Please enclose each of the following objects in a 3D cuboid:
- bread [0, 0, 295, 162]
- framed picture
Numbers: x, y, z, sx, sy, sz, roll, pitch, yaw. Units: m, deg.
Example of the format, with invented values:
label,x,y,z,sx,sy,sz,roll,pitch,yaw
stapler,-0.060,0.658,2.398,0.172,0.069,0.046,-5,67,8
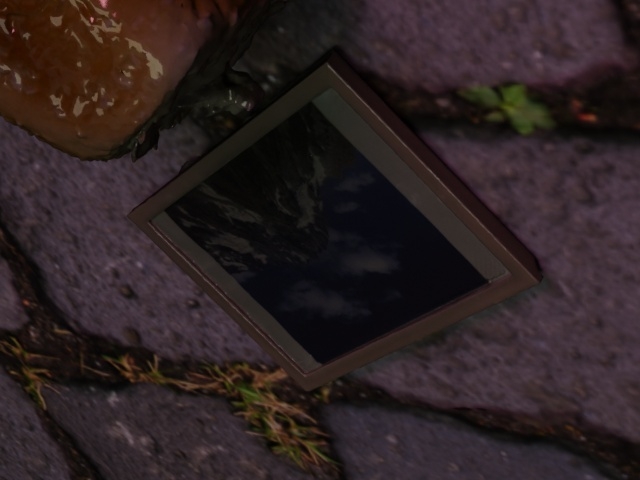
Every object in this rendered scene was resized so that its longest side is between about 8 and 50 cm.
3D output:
label,x,y,z,sx,sy,sz,roll,pitch,yaw
bread,-0.134,-0.151,0.832,0.246,0.195,0.176,39,138,-2
framed picture,0.000,0.000,1.024,0.209,0.019,0.281,44,141,-10
